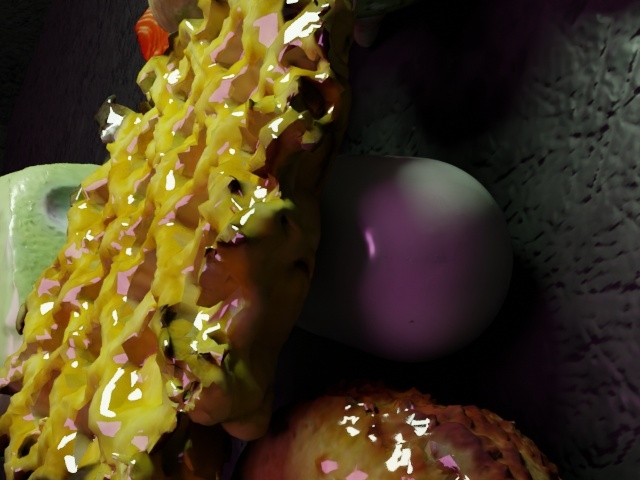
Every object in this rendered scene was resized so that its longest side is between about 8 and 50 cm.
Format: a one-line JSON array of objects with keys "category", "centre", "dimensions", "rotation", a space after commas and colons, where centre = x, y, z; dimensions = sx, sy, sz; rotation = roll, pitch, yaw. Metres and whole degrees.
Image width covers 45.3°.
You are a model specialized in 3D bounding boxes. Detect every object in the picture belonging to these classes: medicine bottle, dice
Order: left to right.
[{"category": "dice", "centre": [-0.257, 0.081, 0.821], "dimensions": [0.252, 0.254, 0.249], "rotation": [-38, 60, 38]}, {"category": "medicine bottle", "centre": [0.000, 0.000, 0.566], "dimensions": [0.341, 0.130, 0.130], "rotation": [10, 87, 61]}]

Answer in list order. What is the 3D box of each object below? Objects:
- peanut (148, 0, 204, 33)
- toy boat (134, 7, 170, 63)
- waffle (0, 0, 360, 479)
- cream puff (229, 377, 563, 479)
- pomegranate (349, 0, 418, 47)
[{"category": "peanut", "centre": [-0.062, -0.292, 0.728], "dimensions": [0.152, 0.152, 0.313], "rotation": [-40, 17, 47]}, {"category": "toy boat", "centre": [-0.095, -0.186, 0.820], "dimensions": [0.133, 0.145, 0.332], "rotation": [-39, 39, 7]}, {"category": "waffle", "centre": [-0.106, -0.003, 0.524], "dimensions": [0.380, 0.095, 0.382], "rotation": [-6, 65, 58]}, {"category": "cream puff", "centre": [0.039, 0.184, 0.394], "dimensions": [0.240, 0.164, 0.240], "rotation": [2, 92, 52]}, {"category": "pomegranate", "centre": [0.030, -0.249, 0.592], "dimensions": [0.248, 0.214, 0.214], "rotation": [77, -173, -60]}]
